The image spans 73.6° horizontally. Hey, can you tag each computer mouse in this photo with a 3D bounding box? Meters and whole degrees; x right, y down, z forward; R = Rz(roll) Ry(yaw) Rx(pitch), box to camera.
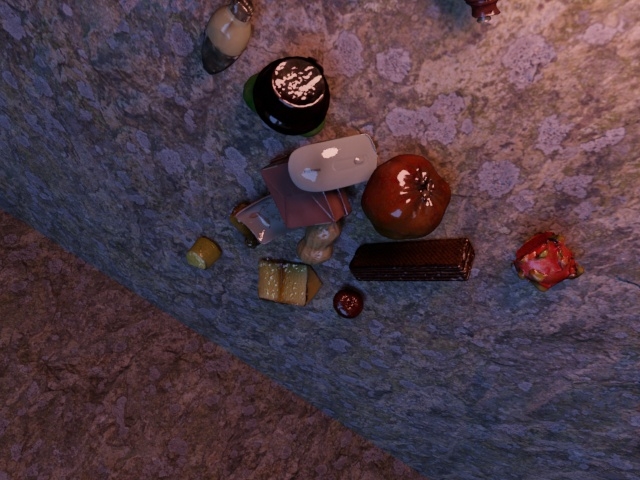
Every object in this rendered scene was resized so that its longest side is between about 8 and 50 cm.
[{"bbox_3d":[0.033,-0.192,1.077,0.230,0.079,0.128,-12,113,3],"label":"computer mouse"}]

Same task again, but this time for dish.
[{"bbox_3d":[-0.160,-0.087,1.428,0.212,0.077,0.151,-22,121,37],"label":"dish"}]

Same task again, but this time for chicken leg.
[{"bbox_3d":[-0.271,-0.044,1.583,0.107,0.087,0.252,31,154,21],"label":"chicken leg"}]

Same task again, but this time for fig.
[{"bbox_3d":[0.114,0.237,1.648,0.119,0.153,0.119,2,97,20],"label":"fig"}]

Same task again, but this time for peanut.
[{"bbox_3d":[0.000,0.000,1.399,0.123,0.124,0.257,33,145,-2],"label":"peanut"}]

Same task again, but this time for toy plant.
[{"bbox_3d":[-0.078,-0.334,1.009,0.218,0.176,0.235,31,172,-10],"label":"toy plant"}]

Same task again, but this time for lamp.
[{"bbox_3d":[-0.223,-0.470,0.996,0.101,0.101,0.250,43,147,-17],"label":"lamp"}]

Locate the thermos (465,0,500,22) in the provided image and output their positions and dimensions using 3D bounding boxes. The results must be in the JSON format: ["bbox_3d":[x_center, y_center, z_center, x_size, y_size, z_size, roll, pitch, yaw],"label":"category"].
[{"bbox_3d":[0.244,-0.456,0.654,0.124,0.099,0.232,6,138,26],"label":"thermos"}]

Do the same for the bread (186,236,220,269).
[{"bbox_3d":[-0.511,0.054,1.864,0.129,0.114,0.111,13,135,20],"label":"bread"}]

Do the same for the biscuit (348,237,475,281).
[{"bbox_3d":[0.261,0.063,1.283,0.388,0.107,0.073,-4,135,40],"label":"biscuit"}]

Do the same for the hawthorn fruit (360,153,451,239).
[{"bbox_3d":[0.193,-0.103,1.074,0.208,0.208,0.248,42,161,-16],"label":"hawthorn fruit"}]

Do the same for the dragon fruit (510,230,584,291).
[{"bbox_3d":[0.551,0.049,1.030,0.207,0.150,0.133,19,153,-29],"label":"dragon fruit"}]

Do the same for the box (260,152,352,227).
[{"bbox_3d":[-0.045,-0.149,1.230,0.215,0.086,0.215,-5,116,40],"label":"box"}]

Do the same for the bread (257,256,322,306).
[{"bbox_3d":[-0.133,0.175,1.737,0.265,0.178,0.141,4,169,38],"label":"bread"}]
